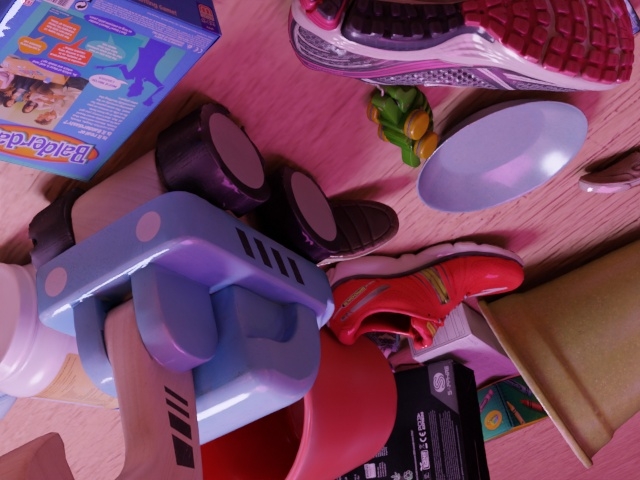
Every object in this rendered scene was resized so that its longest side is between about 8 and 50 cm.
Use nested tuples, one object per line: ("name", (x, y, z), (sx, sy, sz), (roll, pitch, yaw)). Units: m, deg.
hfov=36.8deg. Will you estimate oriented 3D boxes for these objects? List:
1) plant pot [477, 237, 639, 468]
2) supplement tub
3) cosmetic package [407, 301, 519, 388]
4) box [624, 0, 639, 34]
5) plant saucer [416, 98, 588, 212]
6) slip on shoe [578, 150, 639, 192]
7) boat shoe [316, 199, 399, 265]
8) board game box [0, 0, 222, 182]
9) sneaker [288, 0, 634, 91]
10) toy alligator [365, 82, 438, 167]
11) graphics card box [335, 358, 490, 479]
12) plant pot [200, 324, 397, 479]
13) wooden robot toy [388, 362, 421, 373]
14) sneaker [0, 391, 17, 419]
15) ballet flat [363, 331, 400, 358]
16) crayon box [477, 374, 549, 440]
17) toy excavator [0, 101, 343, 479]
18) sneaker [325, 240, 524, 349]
("plant pot", (0.403, 0.135, 1.354), (0.254, 0.276, 0.276), (-34, 148, 8))
("supplement tub", (-0.275, 0.104, 1.048), (0.144, 0.144, 0.199), (-34, 145, 29))
("cosmetic package", (0.228, 0.167, 1.487), (0.098, 0.060, 0.239), (-24, 150, 21))
("box", (0.231, -0.210, 0.880), (0.094, 0.027, 0.137), (-29, 148, 23))
("plant saucer", (0.190, -0.099, 1.035), (0.194, 0.037, 0.195), (-14, 151, -8))
("slip on shoe", (0.375, -0.087, 1.152), (0.135, 0.051, 0.041), (-8, 111, 1))
("boat shoe", (0.000, 0.000, 1.101), (0.190, 0.068, 0.072), (-11, 164, 11))
("board game box", (-0.205, -0.137, 0.768), (0.160, 0.047, 0.210), (14, 139, -42))
("sneaker", (0.121, -0.180, 0.799), (0.299, 0.121, 0.112), (7, 162, -13))
("toy alligator", (0.078, -0.131, 0.920), (0.051, 0.056, 0.190), (-56, 151, -10))
("graphics card box", (0.066, 0.333, 1.455), (0.370, 0.233, 0.094), (-19, 152, 28))
("plant pot", (-0.045, 0.210, 1.256), (0.275, 0.275, 0.243), (-36, 155, 31))
("wooden robot toy", (0.154, 0.248, 1.572), (0.173, 0.079, 0.076), (2, 146, -27))
("sneaker", (-0.479, 0.121, 1.021), (0.150, 0.135, 0.366), (-49, 144, 17))
("ballet flat", (0.043, 0.178, 1.413), (0.070, 0.070, 0.188), (14, 139, -42))
("crayon box", (0.281, 0.309, 1.671), (0.165, 0.081, 0.278), (-8, 160, -38))
("toy excavator", (-0.124, 0.108, 0.822), (0.222, 0.445, 0.433), (-29, 148, 20))
("sneaker", (0.136, 0.081, 1.237), (0.279, 0.118, 0.107), (-9, 151, -12))
